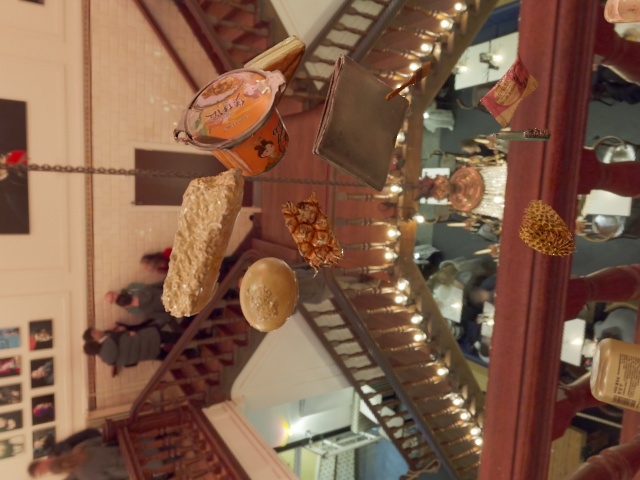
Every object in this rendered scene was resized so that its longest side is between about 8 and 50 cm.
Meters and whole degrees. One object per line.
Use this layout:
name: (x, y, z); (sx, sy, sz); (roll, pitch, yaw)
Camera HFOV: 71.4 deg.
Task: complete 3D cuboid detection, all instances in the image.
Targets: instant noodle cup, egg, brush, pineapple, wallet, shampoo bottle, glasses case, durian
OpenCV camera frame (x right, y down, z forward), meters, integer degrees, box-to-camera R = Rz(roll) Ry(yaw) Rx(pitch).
instant noodle cup: (-0.134, -0.192, 0.784); (0.208, 0.125, 0.178); (-13, 56, 15)
egg: (-0.138, 0.146, 1.211); (0.164, 0.164, 0.201); (-20, 60, 56)
brush: (0.720, -0.382, 1.593); (0.193, 0.032, 0.043); (6, 64, 19)
pineapple: (-0.001, 0.000, 0.903); (0.233, 0.079, 0.135); (42, -148, -71)
wallet: (0.113, -0.303, 1.158); (0.054, 0.251, 0.290); (-5, 68, 53)
shampoo bottle: (0.415, 0.171, 0.522); (0.162, 0.079, 0.079); (10, 102, 26)
glasses case: (0.855, -0.608, 1.153); (0.204, 0.051, 0.081); (7, 124, 24)
brush: (0.228, -0.410, 1.159); (0.014, 0.170, 0.043); (41, 161, 28)
durian: (0.743, -0.048, 1.472); (0.144, 0.139, 0.252); (-70, 27, 22)

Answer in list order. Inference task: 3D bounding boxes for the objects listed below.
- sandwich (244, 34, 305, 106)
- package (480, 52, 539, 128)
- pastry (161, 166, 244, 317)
sandwich: (-0.111, -0.470, 1.283); (0.144, 0.187, 0.117); (59, -179, -45)
package: (0.258, -0.201, 0.601); (0.083, 0.059, 0.029); (-52, 25, -3)
pastry: (-0.185, 0.003, 0.702); (0.121, 0.089, 0.258); (-95, 22, -62)
